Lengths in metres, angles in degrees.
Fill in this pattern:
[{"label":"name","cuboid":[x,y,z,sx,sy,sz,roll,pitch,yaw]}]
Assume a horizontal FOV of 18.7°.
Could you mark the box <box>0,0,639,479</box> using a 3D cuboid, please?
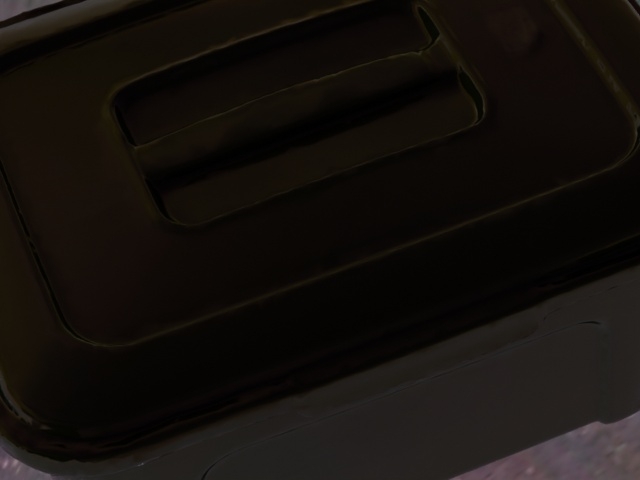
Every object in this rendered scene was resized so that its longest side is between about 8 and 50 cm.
[{"label":"box","cuboid":[0.000,0.000,0.869,0.329,0.177,0.252,-20,-131,-9]}]
